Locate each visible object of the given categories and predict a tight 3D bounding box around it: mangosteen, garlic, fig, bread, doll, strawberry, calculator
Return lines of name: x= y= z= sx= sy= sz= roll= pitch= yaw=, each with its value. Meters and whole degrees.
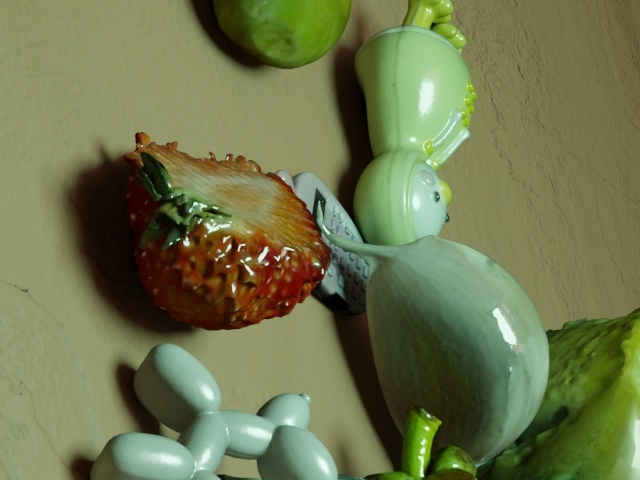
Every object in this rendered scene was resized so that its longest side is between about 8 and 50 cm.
mangosteen: x=0.081 y=0.234 z=1.363 sx=0.146 sy=0.156 sz=0.181 roll=-35 pitch=103 yaw=-48
garlic: x=0.109 y=0.067 z=1.457 sx=0.148 sy=0.128 sz=0.267 roll=-21 pitch=91 yaw=-17
fig: x=-0.035 y=-0.216 z=1.474 sx=0.136 sy=0.120 sz=0.153 roll=63 pitch=6 yaw=-2
bread: x=0.282 y=0.284 z=1.585 sx=0.395 sy=0.239 sz=0.264 roll=59 pitch=39 yaw=-15
doll: x=0.090 y=-0.094 z=1.602 sx=0.141 sy=0.117 sz=0.296 roll=68 pitch=19 yaw=-57
doll: x=-0.065 y=0.144 z=1.193 sx=0.160 sy=0.059 sz=0.161 roll=29 pitch=39 yaw=-5
strawberry: x=-0.079 y=0.008 z=1.285 sx=0.175 sy=0.107 sz=0.236 roll=42 pitch=14 yaw=31
calculator: x=0.000 y=0.000 z=1.491 sx=0.166 sy=0.024 sz=0.103 roll=49 pitch=36 yaw=-37

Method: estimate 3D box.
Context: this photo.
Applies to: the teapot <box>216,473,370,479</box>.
teapot: x=-0.004 y=0.226 z=1.262 sx=0.149 sy=0.111 sz=0.108 roll=29 pitch=61 yaw=-56
